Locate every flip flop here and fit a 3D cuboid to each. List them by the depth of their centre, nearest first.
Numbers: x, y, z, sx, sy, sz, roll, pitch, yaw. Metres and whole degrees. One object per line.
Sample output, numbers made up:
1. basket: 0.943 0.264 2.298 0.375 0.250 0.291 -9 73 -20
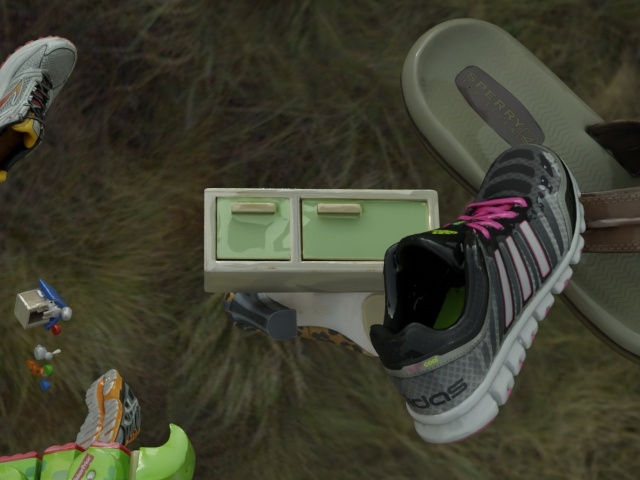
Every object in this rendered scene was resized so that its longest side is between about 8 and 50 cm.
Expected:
1. flip flop: 0.159 -0.031 0.634 0.112 0.080 0.277 -39 77 -23

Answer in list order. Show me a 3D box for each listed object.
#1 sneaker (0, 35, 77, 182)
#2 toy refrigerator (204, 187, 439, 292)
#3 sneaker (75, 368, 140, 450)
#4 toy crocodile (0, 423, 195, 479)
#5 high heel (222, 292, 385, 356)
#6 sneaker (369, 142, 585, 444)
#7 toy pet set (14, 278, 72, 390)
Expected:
1. sneaker: -0.375 -0.160 1.472 0.225 0.092 0.088 -59 147 -15
2. toy refrigerator: 0.000 0.000 1.342 0.269 0.094 0.102 1 71 -5
3. sneaker: -0.312 0.282 1.766 0.084 0.215 0.083 -33 115 15
4. toy crocodile: -0.320 0.300 1.447 0.340 0.115 0.105 -11 58 15
5. high heel: 0.013 0.084 1.472 0.261 0.186 0.093 3 97 -26
6. sneaker: 0.073 0.009 0.554 0.075 0.063 0.170 49 56 -33
7. toy pet set: -0.366 0.120 1.586 0.065 0.122 0.114 -15 50 -38
